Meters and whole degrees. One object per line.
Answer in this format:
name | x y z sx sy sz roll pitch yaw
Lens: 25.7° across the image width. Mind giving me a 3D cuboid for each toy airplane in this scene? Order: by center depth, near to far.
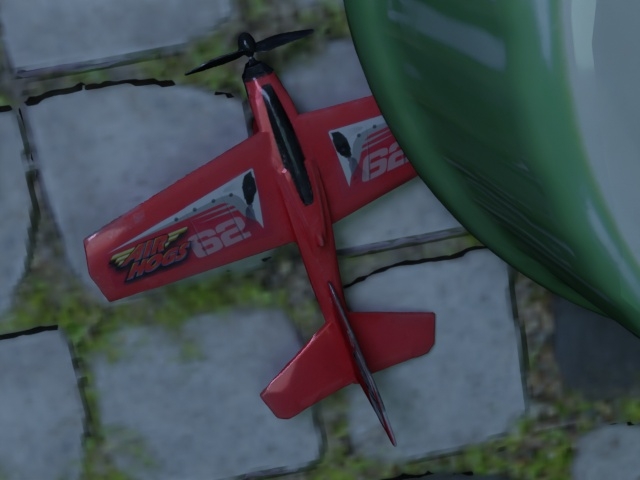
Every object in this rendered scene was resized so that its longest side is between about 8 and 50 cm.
toy airplane | 0.000 0.000 0.473 0.151 0.028 0.151 -4 103 -19

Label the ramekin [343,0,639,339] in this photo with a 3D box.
ramekin | 0.164 -0.090 0.387 0.303 0.148 0.303 -3 109 -9
